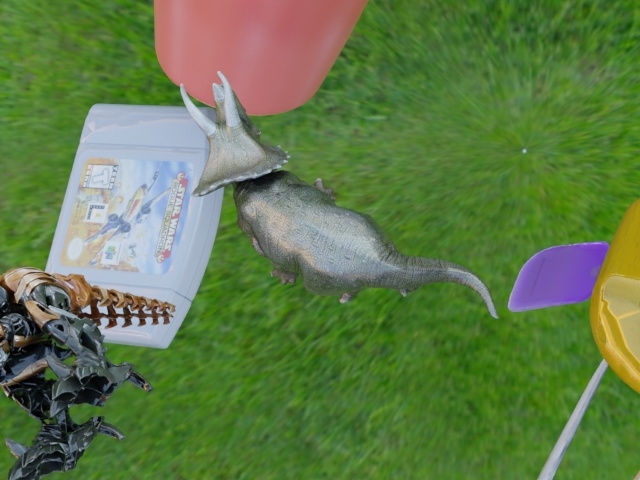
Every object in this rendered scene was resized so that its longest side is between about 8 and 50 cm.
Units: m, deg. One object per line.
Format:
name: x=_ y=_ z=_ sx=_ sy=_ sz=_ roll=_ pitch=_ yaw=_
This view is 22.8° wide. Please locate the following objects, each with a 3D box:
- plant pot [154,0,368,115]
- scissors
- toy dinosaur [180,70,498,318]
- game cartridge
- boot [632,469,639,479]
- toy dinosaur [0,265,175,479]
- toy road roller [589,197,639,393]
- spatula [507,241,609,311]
plant pot: x=-0.065 y=-0.286 z=1.711 sx=0.275 sy=0.275 sz=0.243 roll=24 pitch=133 yaw=5
scissors: x=0.162 y=0.229 z=1.298 sx=0.021 sy=0.109 sz=0.297 roll=27 pitch=69 yaw=0
toy dinosaur: x=0.000 y=0.000 z=1.345 sx=0.313 sy=0.160 sz=0.121 roll=40 pitch=95 yaw=23
game cartridge: x=-0.218 y=-0.023 z=1.889 sx=0.198 sy=0.062 sz=0.297 roll=2 pitch=71 yaw=30
boot: x=0.462 y=0.224 z=1.727 sx=0.089 sy=0.269 sz=0.236 roll=41 pitch=103 yaw=29
toy dinosaur: x=-0.273 y=0.090 z=1.490 sx=0.322 sy=0.164 sz=0.218 roll=-24 pitch=60 yaw=-24
toy road roller: x=0.334 y=0.097 z=1.247 sx=0.241 sy=0.202 sz=0.329 roll=14 pitch=126 yaw=18
spatula: x=0.310 y=0.005 z=1.568 sx=0.030 sy=0.296 sz=0.084 roll=47 pitch=141 yaw=33
